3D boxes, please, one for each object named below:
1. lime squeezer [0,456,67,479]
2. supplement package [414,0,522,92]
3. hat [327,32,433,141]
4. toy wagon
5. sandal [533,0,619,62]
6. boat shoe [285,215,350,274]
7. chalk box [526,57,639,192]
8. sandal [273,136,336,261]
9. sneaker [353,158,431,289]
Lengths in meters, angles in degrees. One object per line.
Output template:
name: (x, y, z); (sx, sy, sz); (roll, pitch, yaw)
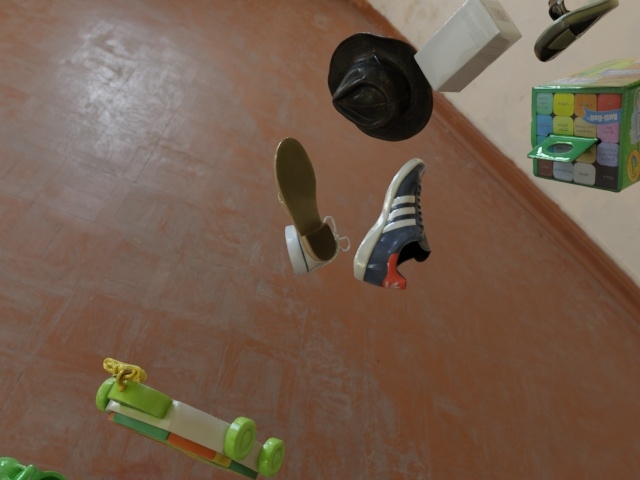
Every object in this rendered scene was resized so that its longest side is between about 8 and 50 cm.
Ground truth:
lime squeezer: (-0.385, 0.345, 0.611); (0.310, 0.110, 0.059); (13, 6, 0)
supplement package: (0.314, -0.418, 1.013); (0.105, 0.179, 0.105); (-16, 74, -42)
hat: (0.125, -0.379, 1.254); (0.331, 0.331, 0.134); (40, 57, 8)
toy wagon: (-0.217, 0.275, 0.710); (0.267, 0.344, 0.068); (7, 58, 24)
sandal: (0.416, -0.385, 0.753); (0.086, 0.120, 0.303); (45, 62, -1)
boat shoe: (0.002, 0.008, 1.299); (0.156, 0.367, 0.136); (-14, 91, 6)
chalk box: (0.503, -0.207, 0.841); (0.289, 0.179, 0.180); (-23, 26, -22)
sandal: (-0.049, -0.069, 0.900); (0.088, 0.079, 0.240); (-27, 100, -35)
sneaker: (0.211, -0.035, 1.126); (0.148, 0.131, 0.350); (22, 71, 17)
